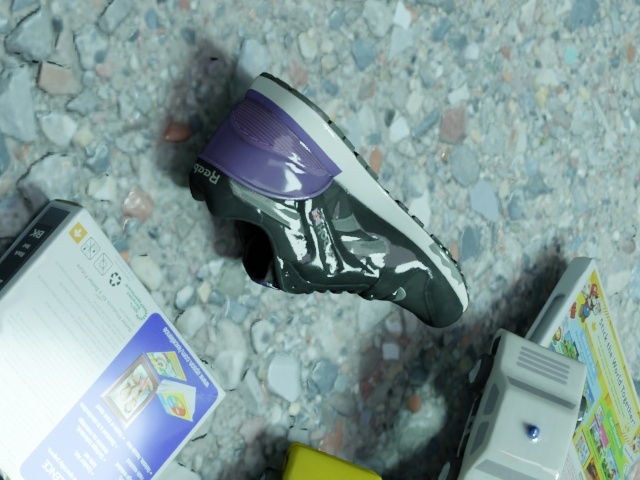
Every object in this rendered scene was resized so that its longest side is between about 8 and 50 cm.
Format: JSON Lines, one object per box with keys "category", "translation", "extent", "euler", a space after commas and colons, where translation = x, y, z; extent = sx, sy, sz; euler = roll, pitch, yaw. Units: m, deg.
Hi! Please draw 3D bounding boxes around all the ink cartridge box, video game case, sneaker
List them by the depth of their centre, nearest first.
{"category": "ink cartridge box", "translation": [-0.189, 0.115, 1.362], "extent": [0.208, 0.045, 0.206], "euler": [-51, 126, -26]}
{"category": "sneaker", "translation": [0.000, 0.000, 1.504], "extent": [0.124, 0.107, 0.283], "euler": [-50, 124, -8]}
{"category": "video game case", "translation": [0.228, 0.165, 1.741], "extent": [0.206, 0.026, 0.227], "euler": [-53, 133, -38]}

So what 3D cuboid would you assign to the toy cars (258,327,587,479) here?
{"category": "toy cars", "translation": [0.079, 0.206, 1.525], "extent": [0.393, 0.087, 0.176], "euler": [-27, 83, -21]}
